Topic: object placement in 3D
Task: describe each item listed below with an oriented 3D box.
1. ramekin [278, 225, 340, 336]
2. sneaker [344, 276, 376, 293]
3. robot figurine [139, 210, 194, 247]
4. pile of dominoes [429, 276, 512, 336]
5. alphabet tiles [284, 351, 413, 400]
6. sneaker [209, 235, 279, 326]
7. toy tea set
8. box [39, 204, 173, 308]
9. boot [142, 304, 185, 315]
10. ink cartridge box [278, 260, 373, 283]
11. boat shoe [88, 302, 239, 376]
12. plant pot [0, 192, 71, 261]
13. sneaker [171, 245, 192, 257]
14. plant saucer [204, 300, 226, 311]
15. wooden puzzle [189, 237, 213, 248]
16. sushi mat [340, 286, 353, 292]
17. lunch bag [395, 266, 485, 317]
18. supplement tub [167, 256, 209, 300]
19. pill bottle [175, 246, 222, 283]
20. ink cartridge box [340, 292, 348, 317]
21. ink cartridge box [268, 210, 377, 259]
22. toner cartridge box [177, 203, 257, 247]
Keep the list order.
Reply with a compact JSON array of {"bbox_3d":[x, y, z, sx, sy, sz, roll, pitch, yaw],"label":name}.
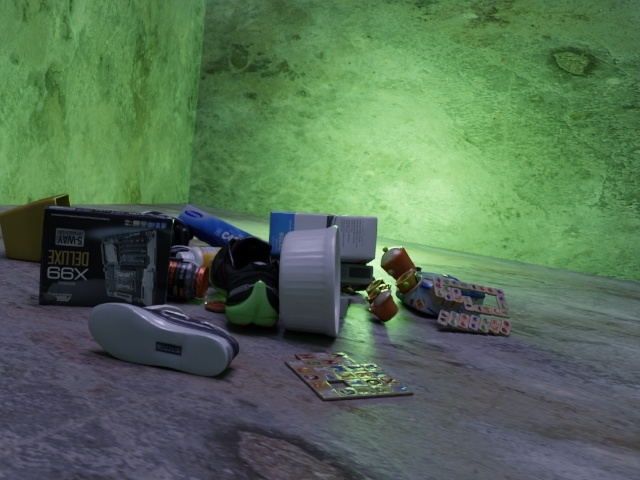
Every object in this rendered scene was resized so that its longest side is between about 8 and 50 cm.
[{"bbox_3d":[-0.022,0.101,1.504,0.135,0.278,0.277,0,7,4],"label":"ramekin"},{"bbox_3d":[0.107,0.155,2.027,0.178,0.072,0.077,-3,21,-13],"label":"sneaker"},{"bbox_3d":[-0.596,-0.014,2.217,0.278,0.174,0.209,14,-23,44],"label":"robot figurine"},{"bbox_3d":[0.446,0.182,1.749,0.251,0.040,0.196,11,40,-10],"label":"pile of dominoes"},{"bbox_3d":[0.046,0.273,1.232,0.198,0.009,0.237,3,9,-25],"label":"alphabet tiles"},{"bbox_3d":[-0.189,0.081,1.633,0.185,0.203,0.483,9,9,-21],"label":"sneaker"},{"bbox_3d":[0.198,0.118,1.809,0.124,0.200,0.336,49,7,-7],"label":"toy tea set"},{"bbox_3d":[-0.542,0.045,1.527,0.307,0.243,0.076,5,7,-18],"label":"box"},{"bbox_3d":[-0.406,0.171,1.349,0.189,0.069,0.086,0,13,-34],"label":"boot"},{"bbox_3d":[-0.009,0.102,1.829,0.274,0.060,0.239,5,-7,-19],"label":"ink cartridge box"},{"bbox_3d":[-0.308,0.187,1.192,0.301,0.108,0.102,11,8,10],"label":"boat shoe"},{"bbox_3d":[-0.936,-0.035,1.987,0.187,0.212,0.212,-8,10,-11],"label":"plant pot"},{"bbox_3d":[-0.538,0.067,2.040,0.216,0.079,0.121,-1,10,3],"label":"sneaker"},{"bbox_3d":[-0.272,0.180,1.626,0.083,0.013,0.083,7,8,-1],"label":"plant saucer"},{"bbox_3d":[-0.384,0.016,2.518,0.347,0.081,0.322,4,8,-23],"label":"wooden puzzle"},{"bbox_3d":[-0.005,0.141,1.825,0.151,0.019,0.316,-1,-8,16],"label":"sushi mat"},{"bbox_3d":[0.388,0.170,1.954,0.243,0.115,0.303,8,8,-11],"label":"lunch bag"},{"bbox_3d":[-0.413,0.104,1.673,0.190,0.117,0.117,6,7,2],"label":"supplement tub"},{"bbox_3d":[-0.351,0.080,1.916,0.214,0.117,0.117,2,9,-33],"label":"pill bottle"},{"bbox_3d":[-0.022,0.176,1.706,0.180,0.060,0.104,5,6,-17],"label":"ink cartridge box"},{"bbox_3d":[0.000,0.000,1.776,0.307,0.129,0.223,3,-8,-5],"label":"ink cartridge box"},{"bbox_3d":[-0.357,-0.011,2.238,0.347,0.075,0.165,25,-18,26],"label":"toner cartridge box"}]
